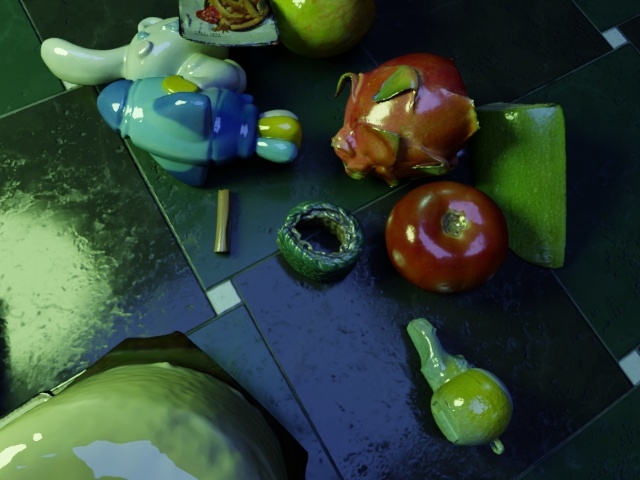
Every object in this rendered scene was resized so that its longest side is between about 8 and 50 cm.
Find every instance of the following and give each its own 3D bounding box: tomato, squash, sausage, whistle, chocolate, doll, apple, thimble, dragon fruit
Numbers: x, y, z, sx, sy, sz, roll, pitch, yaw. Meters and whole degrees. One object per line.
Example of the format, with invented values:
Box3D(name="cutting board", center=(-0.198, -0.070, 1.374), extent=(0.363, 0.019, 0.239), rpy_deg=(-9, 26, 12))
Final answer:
Box3D(name="tomato", center=(0.201, -0.004, 0.741), extent=(0.195, 0.136, 0.195), rpy_deg=(1, 72, -3))
Box3D(name="squash", center=(0.342, -0.104, 0.844), extent=(0.111, 0.203, 0.288), rpy_deg=(-12, 109, -10))
Box3D(name="sausage", center=(-0.164, -0.033, 0.769), extent=(0.026, 0.026, 0.116), rpy_deg=(1, 72, -6))
Box3D(name="whistle", center=(0.211, 0.213, 0.695), extent=(0.123, 0.123, 0.223), rpy_deg=(-23, 61, -13))
Box3D(name="chocolate", center=(-0.153, 0.257, 0.384), extent=(0.314, 0.297, 0.326), rpy_deg=(46, 64, 0))
Box3D(name="doll", center=(-0.216, -0.247, 0.746), extent=(0.376, 0.187, 0.365), rpy_deg=(-29, 71, 1))
Box3D(name="apple", center=(-0.004, -0.428, 0.826), extent=(0.196, 0.196, 0.196), rpy_deg=(2, 72, -6))
Box3D(name="thimble", center=(0.003, 0.000, 0.743), extent=(0.135, 0.090, 0.118), rpy_deg=(31, 70, 6))
Box3D(name="dragon fruit", center=(0.138, -0.192, 0.755), extent=(0.227, 0.224, 0.224), rpy_deg=(-14, 72, 22))

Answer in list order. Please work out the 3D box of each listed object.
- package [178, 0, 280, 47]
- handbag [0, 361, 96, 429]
Box3D(name="package", center=(-0.162, -0.400, 0.754), extent=(0.154, 0.030, 0.239), rpy_deg=(-7, 57, -15))
Box3D(name="handbag", center=(-0.249, 0.348, 0.571), extent=(0.237, 0.160, 0.358), rpy_deg=(-31, 78, -10))
